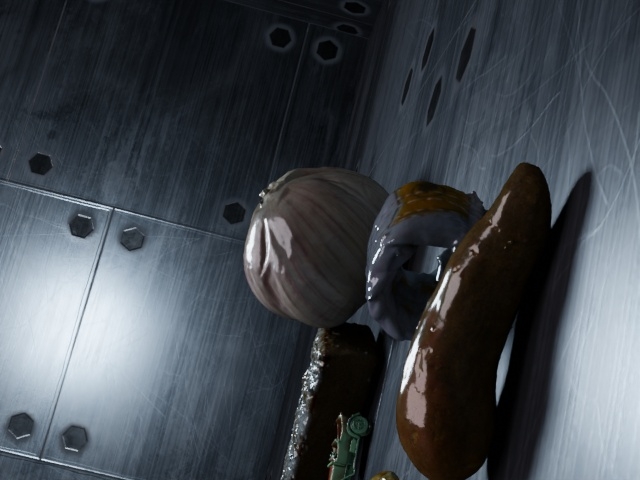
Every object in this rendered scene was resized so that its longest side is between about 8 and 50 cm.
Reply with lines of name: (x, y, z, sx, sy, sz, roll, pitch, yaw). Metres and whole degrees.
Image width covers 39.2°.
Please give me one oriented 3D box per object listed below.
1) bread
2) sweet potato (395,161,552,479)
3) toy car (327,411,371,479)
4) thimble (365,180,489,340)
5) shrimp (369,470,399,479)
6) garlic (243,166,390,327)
bread: (-0.002, 0.352, 1.554, 0.165, 0.113, 0.416, -84, 7, -78)
sweet potato: (0.131, 0.073, 0.787, 0.097, 0.097, 0.292, -142, 67, -86)
toy car: (0.040, 0.343, 1.403, 0.073, 0.054, 0.143, 110, 174, -65)
thimble: (0.113, 0.024, 0.953, 0.118, 0.127, 0.151, -84, 0, -56)
shrimp: (0.062, 0.366, 1.078, 0.217, 0.051, 0.150, 108, 167, -55)
garlic: (0.000, 0.000, 1.548, 0.317, 0.259, 0.317, -39, 2, 2)
